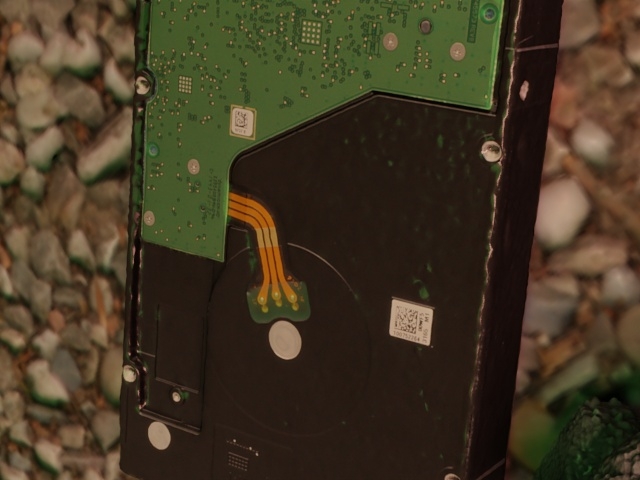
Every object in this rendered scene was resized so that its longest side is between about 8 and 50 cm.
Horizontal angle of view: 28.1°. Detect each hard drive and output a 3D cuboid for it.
[{"bbox_3d":[0.000,0.000,0.707,0.237,0.064,0.338,13,108,30],"label":"hard drive"}]

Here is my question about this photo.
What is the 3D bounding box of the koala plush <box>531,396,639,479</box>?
[{"bbox_3d":[0.199,0.108,0.540,0.196,0.203,0.221,41,108,19],"label":"koala plush"}]
